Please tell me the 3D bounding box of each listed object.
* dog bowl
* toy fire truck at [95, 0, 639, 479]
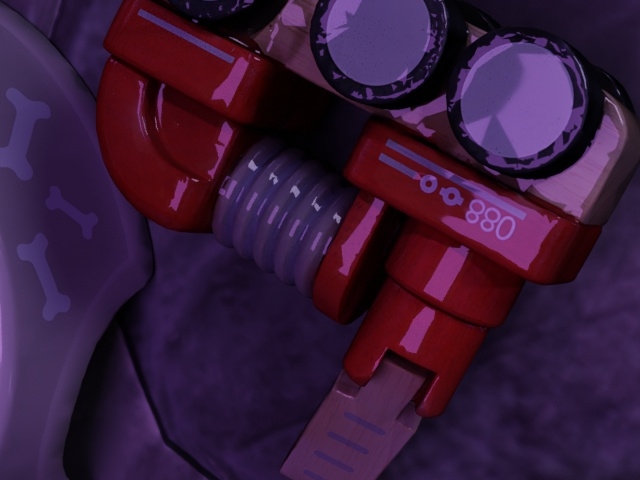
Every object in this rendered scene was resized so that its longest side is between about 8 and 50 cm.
[{"bbox_3d":[-0.264,0.026,0.746,0.349,0.102,0.349,4,100,26],"label":"dog bowl"},{"bbox_3d":[0.000,0.000,0.606,0.217,0.158,0.246,30,100,18],"label":"toy fire truck"}]
